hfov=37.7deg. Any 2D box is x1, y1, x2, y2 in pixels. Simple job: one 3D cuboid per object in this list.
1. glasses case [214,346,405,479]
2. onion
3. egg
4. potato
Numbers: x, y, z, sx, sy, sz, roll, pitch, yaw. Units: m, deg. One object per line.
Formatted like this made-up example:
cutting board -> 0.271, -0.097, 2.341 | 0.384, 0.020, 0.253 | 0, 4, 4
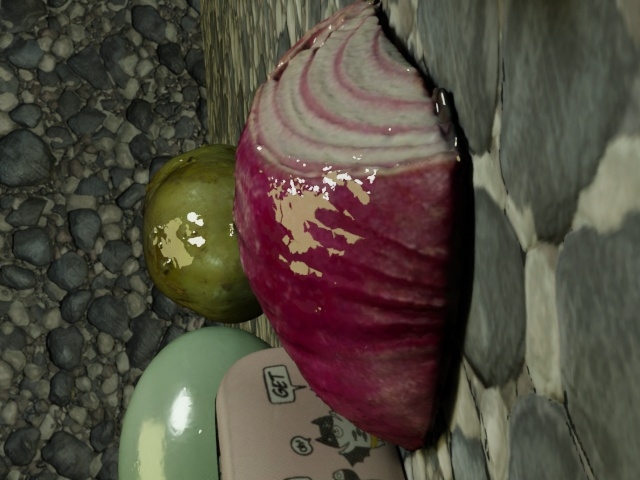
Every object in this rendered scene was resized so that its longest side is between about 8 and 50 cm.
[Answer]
glasses case -> 0.002, 0.196, 0.586 | 0.075, 0.122, 0.314 | 104, 162, -44
onion -> 0.000, 0.000, 0.575 | 0.250, 0.111, 0.247 | -111, 22, -56
egg -> -0.096, 0.226, 0.926 | 0.203, 0.203, 0.282 | -168, 71, -80
potato -> -0.120, -0.005, 1.084 | 0.307, 0.173, 0.210 | -133, 43, -80
